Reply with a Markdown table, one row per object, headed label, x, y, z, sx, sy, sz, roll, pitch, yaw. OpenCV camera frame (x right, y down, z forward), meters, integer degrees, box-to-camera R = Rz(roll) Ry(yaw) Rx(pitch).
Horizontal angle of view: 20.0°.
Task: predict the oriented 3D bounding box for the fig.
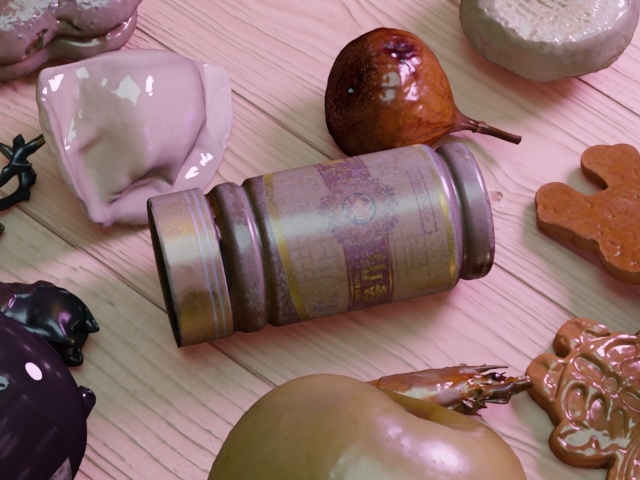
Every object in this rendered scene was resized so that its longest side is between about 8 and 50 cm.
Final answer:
| label | x | y | z | sx | sy | sz | roll | pitch | yaw |
| --- | --- | --- | --- | --- | --- | --- | --- | --- | --- |
| fig | 0.110 | -0.144 | 1.916 | 0.201 | 0.133 | 0.146 | 6 | 88 | -23 |

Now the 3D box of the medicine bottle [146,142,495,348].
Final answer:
| label | x | y | z | sx | sy | sz | roll | pitch | yaw |
| --- | --- | --- | --- | --- | --- | --- | --- | --- | --- |
| medicine bottle | 0.000 | 0.000 | 1.794 | 0.322 | 0.151 | 0.151 | -12 | 62 | -9 |

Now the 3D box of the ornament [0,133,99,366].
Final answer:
| label | x | y | z | sx | sy | sz | roll | pitch | yaw |
| --- | --- | --- | --- | --- | --- | --- | --- | --- | --- |
| ornament | -0.302 | 0.000 | 1.820 | 0.202 | 0.080 | 0.236 | 7 | 60 | 5 |

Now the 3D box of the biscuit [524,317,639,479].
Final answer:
| label | x | y | z | sx | sy | sz | roll | pitch | yaw |
| --- | --- | --- | --- | --- | --- | --- | --- | --- | --- |
| biscuit | 0.334 | 0.185 | 1.774 | 0.202 | 0.044 | 0.288 | -40 | 72 | -22 |

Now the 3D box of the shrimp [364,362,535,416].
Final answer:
| label | x | y | z | sx | sy | sz | roll | pitch | yaw |
| --- | --- | --- | --- | --- | --- | --- | --- | --- | --- |
| shrimp | 0.100 | 0.185 | 1.752 | 0.236 | 0.053 | 0.133 | -16 | 61 | -8 |

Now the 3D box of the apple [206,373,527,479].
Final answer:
| label | x | y | z | sx | sy | sz | roll | pitch | yaw |
| --- | --- | --- | --- | --- | --- | --- | --- | --- | --- |
| apple | 0.037 | 0.253 | 1.580 | 0.291 | 0.292 | 0.254 | 16 | 89 | 6 |

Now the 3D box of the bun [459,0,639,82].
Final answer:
| label | x | y | z | sx | sy | sz | roll | pitch | yaw |
| --- | --- | --- | --- | --- | --- | --- | --- | --- | --- |
| bun | 0.249 | -0.251 | 1.970 | 0.195 | 0.118 | 0.195 | -2 | 59 | 3 |

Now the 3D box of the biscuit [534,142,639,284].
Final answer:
| label | x | y | z | sx | sy | sz | roll | pitch | yaw |
| --- | --- | --- | --- | --- | --- | --- | --- | --- | --- |
| biscuit | 0.335 | -0.017 | 1.854 | 0.144 | 0.040 | 0.236 | -43 | 52 | -14 |

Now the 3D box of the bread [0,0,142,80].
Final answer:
| label | x | y | z | sx | sy | sz | roll | pitch | yaw |
| --- | --- | --- | --- | --- | --- | --- | --- | --- | --- |
| bread | -0.365 | -0.273 | 1.958 | 0.337 | 0.102 | 0.183 | 23 | 60 | 12 |

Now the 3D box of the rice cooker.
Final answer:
| label | x | y | z | sx | sy | sz | roll | pitch | yaw |
| --- | --- | --- | --- | --- | --- | --- | --- | --- | --- |
| rice cooker | -0.340 | 0.179 | 1.626 | 0.267 | 0.267 | 0.224 | 30 | 60 | 13 |

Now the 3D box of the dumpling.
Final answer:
| label | x | y | z | sx | sy | sz | roll | pitch | yaw |
| --- | --- | --- | --- | --- | --- | --- | --- | --- | --- |
| dumpling | -0.186 | -0.107 | 1.861 | 0.252 | 0.131 | 0.179 | -13 | 93 | -47 |
